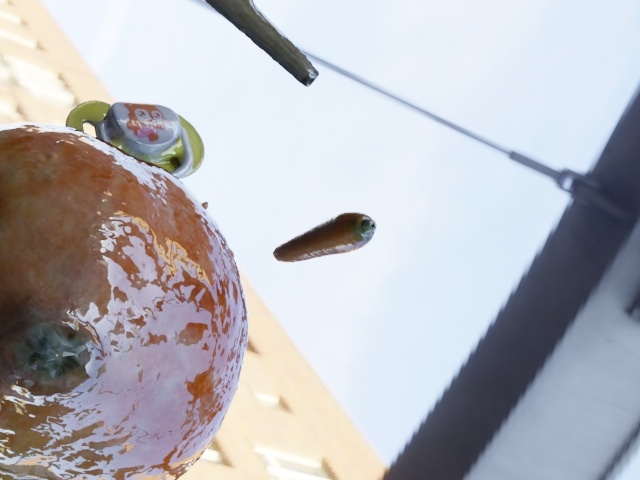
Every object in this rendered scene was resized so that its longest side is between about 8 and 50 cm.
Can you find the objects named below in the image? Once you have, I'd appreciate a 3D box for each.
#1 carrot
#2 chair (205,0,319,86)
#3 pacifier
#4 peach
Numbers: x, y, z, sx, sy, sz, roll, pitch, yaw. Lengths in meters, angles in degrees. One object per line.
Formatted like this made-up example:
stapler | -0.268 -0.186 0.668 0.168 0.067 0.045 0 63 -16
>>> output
carrot | 0.000 0.000 1.231 0.142 0.035 0.035 -17 -121 47
chair | -0.049 -0.211 0.460 0.166 0.272 0.188 -53 -175 -11
pacifier | -0.109 -0.046 0.824 0.064 0.083 0.068 -57 -137 43
peach | -0.141 0.044 0.727 0.232 0.232 0.232 -30 -130 44
